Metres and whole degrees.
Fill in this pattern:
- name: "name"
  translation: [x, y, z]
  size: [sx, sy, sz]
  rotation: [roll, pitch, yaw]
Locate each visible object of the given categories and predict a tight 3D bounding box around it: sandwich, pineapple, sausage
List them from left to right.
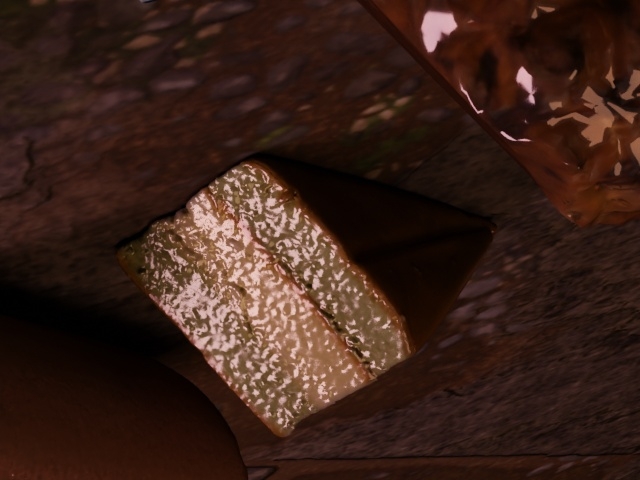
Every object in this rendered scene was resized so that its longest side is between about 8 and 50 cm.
- name: "sausage"
  translation: [-0.154, 0.111, 1.081]
  size: [0.123, 0.123, 0.253]
  rotation: [-29, 154, 22]
- name: "sandwich"
  translation: [0.000, 0.000, 1.092]
  size: [0.117, 0.144, 0.187]
  rotation: [-32, -170, 29]
- name: "pineapple"
  translation: [0.163, -0.170, 0.557]
  size: [0.364, 0.165, 0.165]
  rotation: [-47, 152, 5]

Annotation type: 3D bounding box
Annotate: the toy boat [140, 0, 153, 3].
- name: "toy boat"
  translation: [-0.090, -0.140, 0.685]
  size: [0.220, 0.067, 0.291]
  rotation: [-24, 168, 14]
